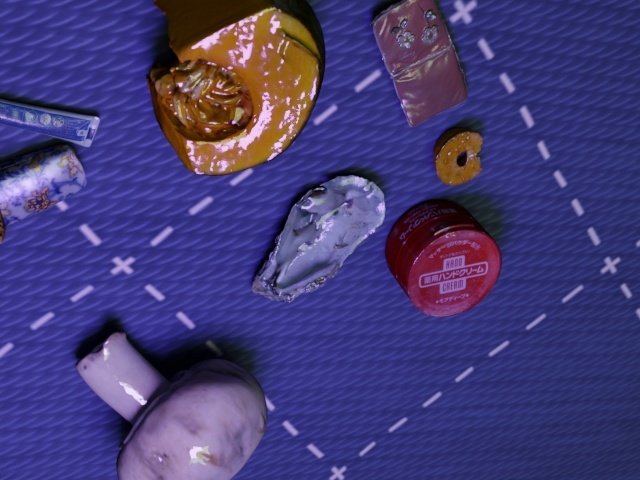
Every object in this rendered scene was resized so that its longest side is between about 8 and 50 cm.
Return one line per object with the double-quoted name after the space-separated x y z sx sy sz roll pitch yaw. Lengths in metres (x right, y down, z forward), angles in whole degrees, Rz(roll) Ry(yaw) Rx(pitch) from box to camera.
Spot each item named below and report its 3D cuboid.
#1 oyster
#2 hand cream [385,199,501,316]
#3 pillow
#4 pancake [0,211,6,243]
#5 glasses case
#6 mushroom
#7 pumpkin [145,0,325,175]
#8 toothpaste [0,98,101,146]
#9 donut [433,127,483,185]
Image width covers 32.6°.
0.001 0.001 1.917 0.199 0.087 0.252 8 109 -15 "oyster"
0.223 0.031 2.002 0.193 0.125 0.193 -11 123 -17 "hand cream"
0.167 -0.304 1.826 0.126 0.043 0.232 -30 127 -4 "pillow"
-0.547 -0.117 1.448 0.082 0.387 0.387 -29 126 4 "pancake"
-0.485 -0.073 1.687 0.248 0.065 0.086 -22 124 -10 "glasses case"
-0.269 0.296 1.911 0.314 0.314 0.336 -42 96 6 "mushroom"
-0.126 -0.259 1.635 0.257 0.225 0.303 -7 128 -13 "pumpkin"
-0.434 -0.185 1.660 0.197 0.034 0.057 11 120 -31 "toothpaste"
0.242 -0.152 1.948 0.097 0.043 0.108 -8 123 -18 "donut"
